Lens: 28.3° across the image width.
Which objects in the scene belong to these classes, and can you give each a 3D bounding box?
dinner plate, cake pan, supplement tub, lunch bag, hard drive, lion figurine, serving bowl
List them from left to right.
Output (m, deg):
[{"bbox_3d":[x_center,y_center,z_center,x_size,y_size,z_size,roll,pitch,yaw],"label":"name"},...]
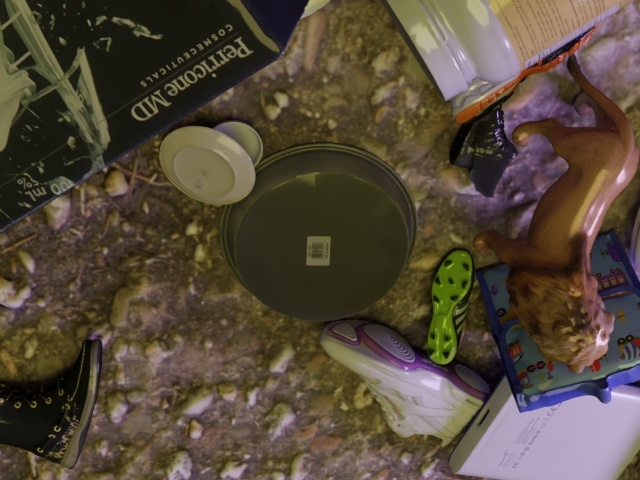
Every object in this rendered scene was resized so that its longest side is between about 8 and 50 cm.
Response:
[{"bbox_3d":[-0.160,-0.100,1.766,0.141,0.017,0.141,12,136,11],"label":"dinner plate"},{"bbox_3d":[-0.122,-0.133,1.773,0.083,0.027,0.083,-2,121,-3],"label":"serving bowl"},{"bbox_3d":[0.000,0.000,1.848,0.293,0.054,0.293,-2,121,-3],"label":"cake pan"},{"bbox_3d":[0.240,-0.342,1.539,0.331,0.241,0.241,-31,118,6],"label":"supplement tub"},{"bbox_3d":[0.383,0.303,2.019,0.318,0.040,0.210,13,120,-30],"label":"hard drive"},{"bbox_3d":[0.339,-0.039,1.700,0.142,0.240,0.392,5,107,-26],"label":"lion figurine"},{"bbox_3d":[0.366,0.141,1.823,0.220,0.293,0.138,-17,121,5],"label":"lunch bag"}]

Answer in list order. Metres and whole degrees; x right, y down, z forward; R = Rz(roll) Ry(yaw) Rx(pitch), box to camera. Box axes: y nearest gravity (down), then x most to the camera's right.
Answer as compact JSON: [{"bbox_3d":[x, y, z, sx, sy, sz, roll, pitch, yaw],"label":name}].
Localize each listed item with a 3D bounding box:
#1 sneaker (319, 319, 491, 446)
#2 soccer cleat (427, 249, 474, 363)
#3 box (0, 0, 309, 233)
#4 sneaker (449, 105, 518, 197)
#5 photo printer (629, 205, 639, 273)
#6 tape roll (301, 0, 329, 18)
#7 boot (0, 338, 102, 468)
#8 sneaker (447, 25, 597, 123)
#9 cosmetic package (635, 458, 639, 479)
[{"bbox_3d":[0.117,0.231,1.959,0.305,0.114,0.152,28,113,-20],"label":"sneaker"},{"bbox_3d":[0.197,0.099,1.924,0.060,0.072,0.179,14,100,16],"label":"soccer cleat"},{"bbox_3d":[-0.330,-0.331,1.404,0.479,0.297,0.472,-29,114,27],"label":"box"},{"bbox_3d":[0.243,-0.143,1.788,0.089,0.051,0.170,17,120,-17],"label":"sneaker"},{"bbox_3d":[0.617,-0.032,1.851,0.307,0.107,0.256,12,119,-11],"label":"photo printer"},{"bbox_3d":[-0.083,-0.412,1.570,0.286,0.100,0.286,-2,121,-3],"label":"tape roll"},{"bbox_3d":[-0.434,0.238,1.935,0.178,0.085,0.236,14,119,-10],"label":"boot"},{"bbox_3d":[0.259,-0.274,1.687,0.262,0.099,0.121,-34,78,-4],"label":"sneaker"},{"bbox_3d":[0.651,0.301,2.050,0.160,0.113,0.310,13,118,-12],"label":"cosmetic package"}]
